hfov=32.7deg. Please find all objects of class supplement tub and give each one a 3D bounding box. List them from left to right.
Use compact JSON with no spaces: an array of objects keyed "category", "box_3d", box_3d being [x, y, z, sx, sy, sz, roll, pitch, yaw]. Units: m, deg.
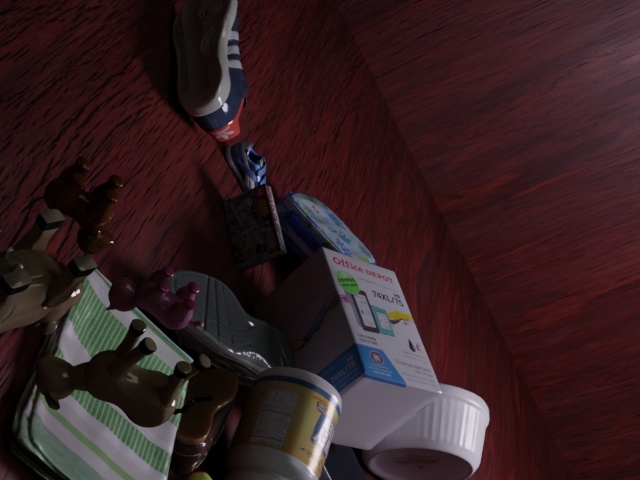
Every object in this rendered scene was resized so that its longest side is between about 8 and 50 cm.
[{"category":"supplement tub","box_3d":[-0.059,0.308,1.648,0.144,0.144,0.200,53,44,-38]}]

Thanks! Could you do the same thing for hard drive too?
[{"category":"hard drive","box_3d":[0.018,0.412,1.939,0.255,0.054,0.172,64,19,-13]}]

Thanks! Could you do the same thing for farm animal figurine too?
[{"category":"farm animal figurine","box_3d":[-0.311,0.071,1.245,0.326,0.172,0.330,8,46,-47]}]

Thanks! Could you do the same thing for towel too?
[{"category":"towel","box_3d":[-0.264,0.201,1.383,0.248,0.038,0.325,49,26,-28]}]

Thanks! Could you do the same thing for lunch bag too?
[{"category":"lunch bag","box_3d":[0.000,0.000,2.185,0.219,0.090,0.176,46,13,13]}]

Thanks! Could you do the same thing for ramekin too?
[{"category":"ramekin","box_3d":[0.200,0.392,2.161,0.273,0.272,0.127,47,40,-47]}]

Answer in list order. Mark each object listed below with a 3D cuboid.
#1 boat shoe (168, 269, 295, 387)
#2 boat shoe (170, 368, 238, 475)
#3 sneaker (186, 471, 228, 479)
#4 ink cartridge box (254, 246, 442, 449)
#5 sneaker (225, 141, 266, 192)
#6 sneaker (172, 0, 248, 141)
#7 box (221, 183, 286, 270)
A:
[{"category":"boat shoe","box_3d":[-0.160,0.150,1.697,0.320,0.103,0.118,38,36,-49]},{"category":"boat shoe","box_3d":[-0.174,0.259,1.578,0.207,0.073,0.073,-55,159,-64]},{"category":"sneaker","box_3d":[-0.123,0.387,1.545,0.208,0.081,0.094,47,26,-46]},{"category":"ink cartridge box","box_3d":[0.042,0.190,1.903,0.198,0.197,0.270,19,39,-40]},{"category":"sneaker","box_3d":[-0.129,-0.130,2.124,0.144,0.059,0.053,60,18,-26]},{"category":"sneaker","box_3d":[-0.200,-0.333,2.079,0.148,0.131,0.350,58,26,-47]},{"category":"box","box_3d":[-0.121,-0.024,1.977,0.027,0.093,0.137,29,44,-61]}]
